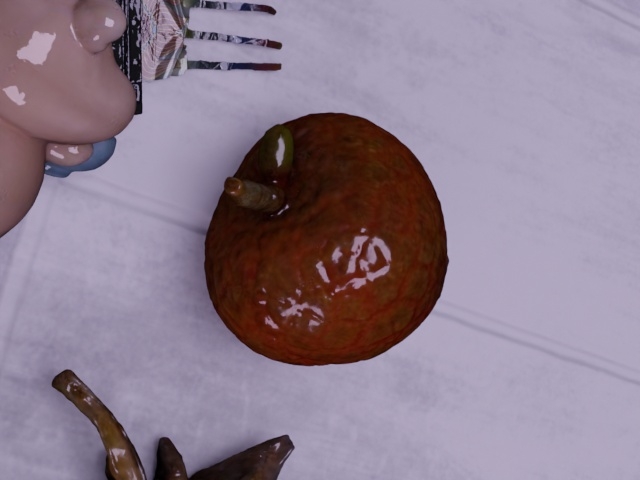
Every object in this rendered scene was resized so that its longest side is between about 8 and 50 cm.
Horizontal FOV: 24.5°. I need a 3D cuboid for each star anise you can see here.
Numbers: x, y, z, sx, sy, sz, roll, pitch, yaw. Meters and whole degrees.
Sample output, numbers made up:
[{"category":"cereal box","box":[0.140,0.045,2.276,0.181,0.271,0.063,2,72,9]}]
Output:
[{"category":"star anise","box":[-0.152,0.298,1.404,0.292,0.109,0.349,3,88,-33]}]

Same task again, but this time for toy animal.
[{"category":"toy animal","box":[-0.290,-0.124,1.282,0.221,0.210,0.229,-33,141,-29]}]

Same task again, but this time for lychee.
[{"category":"lychee","box":[0.000,0.000,1.414,0.300,0.255,0.255,35,74,-34]}]

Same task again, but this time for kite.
[{"category":"kite","box":[-0.138,-0.211,1.463,0.229,0.016,0.127,-2,94,-28]}]

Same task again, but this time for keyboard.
[{"category":"keyboard","box":[-0.201,-0.223,1.417,0.061,0.013,0.204,-2,93,-26]}]
